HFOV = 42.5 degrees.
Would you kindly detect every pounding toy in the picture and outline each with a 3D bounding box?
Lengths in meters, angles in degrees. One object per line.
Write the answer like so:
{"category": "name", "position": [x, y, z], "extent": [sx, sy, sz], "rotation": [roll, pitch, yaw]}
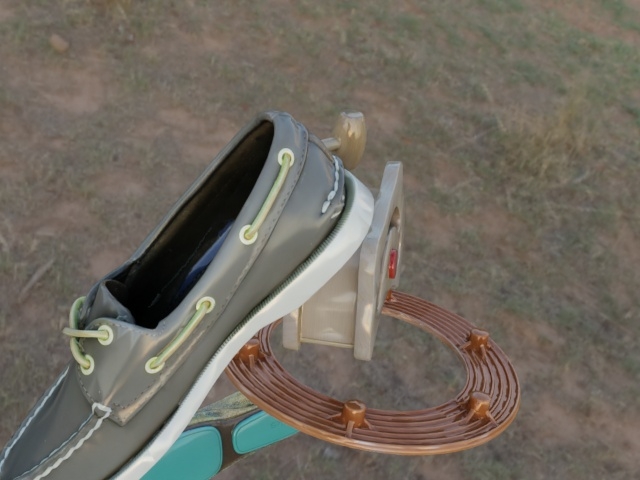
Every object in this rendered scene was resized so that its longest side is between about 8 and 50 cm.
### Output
{"category": "pounding toy", "position": [0.000, 0.000, 0.802], "extent": [0.154, 0.154, 0.269], "rotation": [6, 38, 11]}

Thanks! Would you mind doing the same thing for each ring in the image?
{"category": "ring", "position": [0.054, 0.116, 0.899], "extent": [0.336, 0.032, 0.337], "rotation": [8, 23, -3]}

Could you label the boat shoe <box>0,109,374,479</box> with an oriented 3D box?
{"category": "boat shoe", "position": [-0.102, 0.049, 0.512], "extent": [0.091, 0.305, 0.109], "rotation": [45, -2, -34]}

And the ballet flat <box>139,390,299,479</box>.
{"category": "ballet flat", "position": [-0.172, 0.304, 1.303], "extent": [0.348, 0.123, 0.123], "rotation": [-16, 50, -36]}
